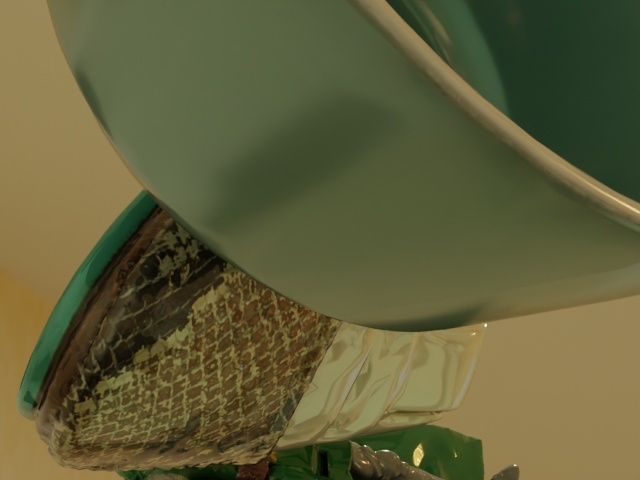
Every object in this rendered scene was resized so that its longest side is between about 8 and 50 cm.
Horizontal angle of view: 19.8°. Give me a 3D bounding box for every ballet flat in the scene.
[{"bbox_3d":[0.000,0.000,0.871,0.182,0.483,0.164,28,-74,-4],"label":"ballet flat"}]

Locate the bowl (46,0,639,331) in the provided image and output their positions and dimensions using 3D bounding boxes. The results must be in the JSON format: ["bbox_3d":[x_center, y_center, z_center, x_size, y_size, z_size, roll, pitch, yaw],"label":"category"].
[{"bbox_3d":[0.029,-0.092,0.627,0.312,0.311,0.163,22,-44,-32],"label":"bowl"}]

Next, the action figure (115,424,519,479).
[{"bbox_3d":[-0.012,0.116,0.897,0.232,0.137,0.063,16,-52,-18],"label":"action figure"}]
